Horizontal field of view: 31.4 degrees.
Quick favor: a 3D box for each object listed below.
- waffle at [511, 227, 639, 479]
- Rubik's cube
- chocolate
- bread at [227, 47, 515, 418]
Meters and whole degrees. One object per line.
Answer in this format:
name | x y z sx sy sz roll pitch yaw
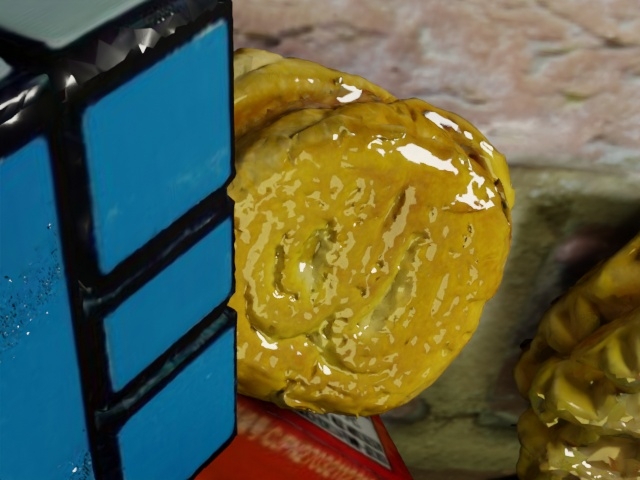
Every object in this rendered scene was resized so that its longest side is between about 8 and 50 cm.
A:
waffle | 0.276 0.108 0.747 0.261 0.151 0.324 39 112 -10
Rubik's cube | -0.225 0.016 0.490 0.293 0.283 0.288 21 133 24
chocolate | -0.090 0.165 0.803 0.237 0.108 0.235 35 118 -27
bread | -0.002 0.003 0.656 0.236 0.120 0.198 17 108 -21
